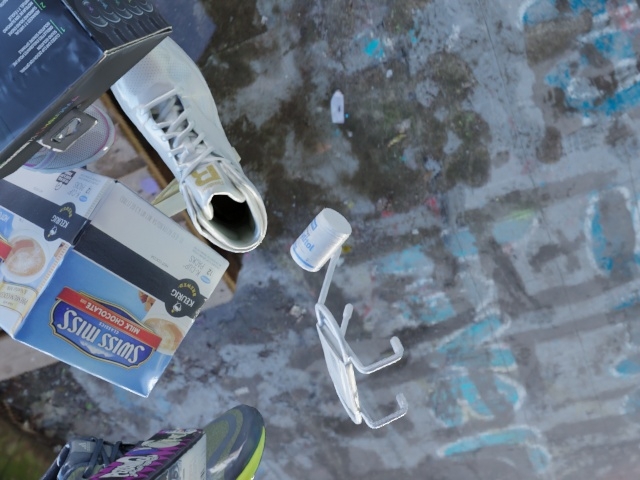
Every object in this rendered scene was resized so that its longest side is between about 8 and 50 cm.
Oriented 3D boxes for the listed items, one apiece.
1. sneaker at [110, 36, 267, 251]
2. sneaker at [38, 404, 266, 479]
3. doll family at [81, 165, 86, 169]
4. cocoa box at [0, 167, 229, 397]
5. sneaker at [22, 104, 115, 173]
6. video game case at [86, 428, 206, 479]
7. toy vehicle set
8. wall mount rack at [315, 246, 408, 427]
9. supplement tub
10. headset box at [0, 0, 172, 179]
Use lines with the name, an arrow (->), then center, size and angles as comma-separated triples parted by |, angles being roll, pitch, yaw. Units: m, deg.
sneaker -> -0.149, -0.116, 0.810 | 0.108, 0.169, 0.293 | -33, 126, -4
sneaker -> -0.193, 0.243, 0.677 | 0.300, 0.111, 0.121 | -27, 111, -17
doll family -> -0.468, -0.148, 1.260 | 0.076, 0.193, 0.111 | -14, 102, -25
cocoa box -> -0.357, 0.035, 0.996 | 0.347, 0.228, 0.231 | 19, 164, 44
sneaker -> -0.363, -0.135, 0.796 | 0.252, 0.111, 0.103 | 0, 92, -31
video game case -> -0.109, 0.247, 0.397 | 0.041, 0.210, 0.232 | 0, 86, 3
toy vehicle set -> -0.280, -0.125, 1.507 | 0.166, 0.267, 0.035 | -25, 107, 14
wall mount rack -> 0.062, 0.194, 1.361 | 0.130, 0.304, 0.350 | -24, 137, -12
supplement tub -> 0.000, 0.000, 1.269 | 0.071, 0.071, 0.107 | 31, 118, -17
headset box -> -0.303, -0.193, 0.562 | 0.246, 0.131, 0.283 | -33, 104, 24
